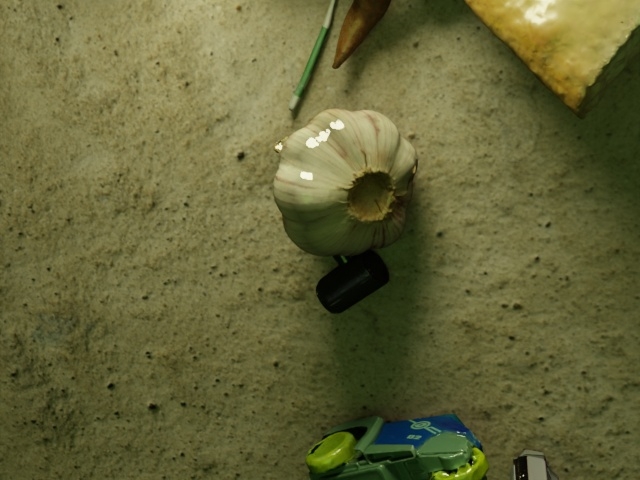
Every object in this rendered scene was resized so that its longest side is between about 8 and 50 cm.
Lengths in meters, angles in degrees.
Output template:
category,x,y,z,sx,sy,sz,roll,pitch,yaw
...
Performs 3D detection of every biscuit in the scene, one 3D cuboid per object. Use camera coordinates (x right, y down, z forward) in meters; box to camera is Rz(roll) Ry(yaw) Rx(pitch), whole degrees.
category,x,y,z,sx,sy,sz,roll,pitch,yaw
biscuit,0.354,-0.463,1.086,0.429,0.104,0.446,-45,68,20

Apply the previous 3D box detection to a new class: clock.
category,x,y,z,sx,sy,sz,roll,pitch,yaw
clock,0.350,0.499,1.369,0.083,0.186,0.253,5,107,11

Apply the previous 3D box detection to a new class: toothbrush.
category,x,y,z,sx,sy,sz,roll,pitch,yaw
toothbrush,0.001,-0.327,1.345,0.024,0.018,0.257,26,110,3

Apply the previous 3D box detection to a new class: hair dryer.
category,x,y,z,sx,sy,sz,roll,pitch,yaw
hair dryer,0.001,-0.001,1.411,0.114,0.070,0.248,-36,88,23

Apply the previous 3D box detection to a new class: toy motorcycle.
category,x,y,z,sx,sy,sz,roll,pitch,yaw
toy motorcycle,0.154,0.382,1.406,0.326,0.200,0.191,-24,97,33

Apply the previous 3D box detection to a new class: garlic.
category,x,y,z,sx,sy,sz,roll,pitch,yaw
garlic,0.009,-0.107,1.327,0.253,0.245,0.245,33,117,47

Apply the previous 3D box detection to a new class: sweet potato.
category,x,y,z,sx,sy,sz,roll,pitch,yaw
sweet potato,0.088,-0.387,1.260,0.059,0.067,0.281,10,132,-19
